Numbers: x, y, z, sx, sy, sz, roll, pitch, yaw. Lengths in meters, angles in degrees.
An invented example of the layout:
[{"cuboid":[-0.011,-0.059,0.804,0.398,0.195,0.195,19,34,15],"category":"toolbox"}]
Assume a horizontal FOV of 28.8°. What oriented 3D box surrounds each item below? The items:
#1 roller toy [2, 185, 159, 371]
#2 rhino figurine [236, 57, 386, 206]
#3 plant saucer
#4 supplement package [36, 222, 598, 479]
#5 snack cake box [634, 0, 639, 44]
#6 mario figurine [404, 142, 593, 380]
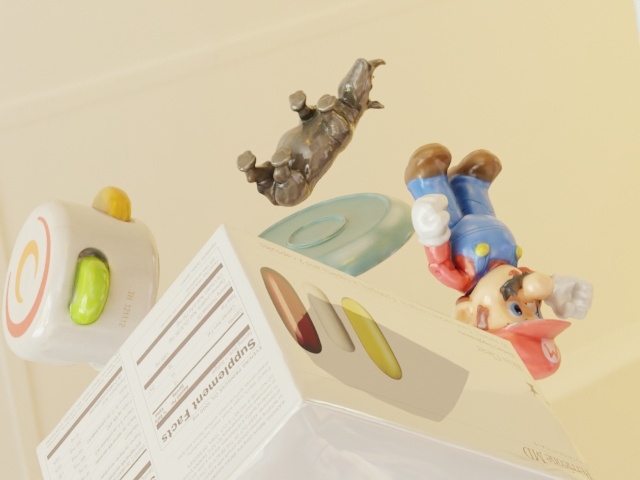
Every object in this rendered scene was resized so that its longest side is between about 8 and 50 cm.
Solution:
[{"cuboid":[-0.280,0.054,1.479,0.146,0.209,0.191,14,-51,-30],"category":"roller toy"},{"cuboid":[0.002,-0.141,1.555,0.243,0.073,0.106,-49,-35,-16],"category":"rhino figurine"},{"cuboid":[0.000,0.000,1.971,0.318,0.317,0.043,-28,-69,-16],"category":"plant saucer"},{"cuboid":[0.002,0.143,0.765,0.262,0.145,0.204,23,-63,-39],"category":"supplement package"},{"cuboid":[0.372,-0.250,1.146,0.089,0.264,0.152,33,-46,-31],"category":"snack cake box"},{"cuboid":[0.220,0.016,1.502,0.198,0.320,0.170,-17,-28,-4],"category":"mario figurine"}]
